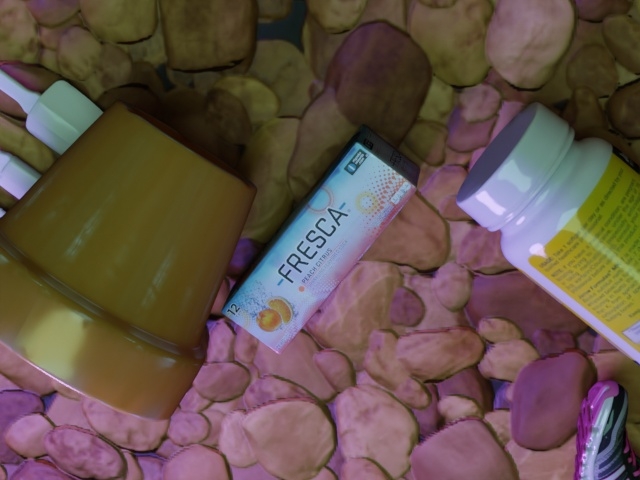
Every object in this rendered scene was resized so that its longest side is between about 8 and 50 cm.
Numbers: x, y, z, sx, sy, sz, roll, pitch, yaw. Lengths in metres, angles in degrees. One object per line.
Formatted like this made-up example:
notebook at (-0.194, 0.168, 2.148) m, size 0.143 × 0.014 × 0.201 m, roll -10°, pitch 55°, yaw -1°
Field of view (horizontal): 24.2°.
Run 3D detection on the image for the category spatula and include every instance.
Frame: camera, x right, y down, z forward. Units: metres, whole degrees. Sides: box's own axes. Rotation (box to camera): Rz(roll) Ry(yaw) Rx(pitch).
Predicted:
spatula at (-0.291, -0.093, 1.212) m, size 0.242 × 0.019 × 0.168 m, roll 37°, pitch 114°, yaw -6°

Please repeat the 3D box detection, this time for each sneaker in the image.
sneaker at (0.247, 0.190, 1.221) m, size 0.075 × 0.063 × 0.170 m, roll 2°, pitch 114°, yaw 6°

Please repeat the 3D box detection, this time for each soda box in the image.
soda box at (0.000, 0.000, 1.186) m, size 0.063 × 0.058 × 0.183 m, roll 37°, pitch 108°, yaw -6°

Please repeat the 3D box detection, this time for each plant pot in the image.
plant pot at (-0.150, 0.004, 1.144) m, size 0.205 × 0.205 × 0.188 m, roll 33°, pitch 93°, yaw -5°

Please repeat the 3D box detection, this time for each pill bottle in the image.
pill bottle at (0.213, -0.003, 1.129) m, size 0.208 × 0.119 × 0.119 m, roll 38°, pitch 108°, yaw -7°
